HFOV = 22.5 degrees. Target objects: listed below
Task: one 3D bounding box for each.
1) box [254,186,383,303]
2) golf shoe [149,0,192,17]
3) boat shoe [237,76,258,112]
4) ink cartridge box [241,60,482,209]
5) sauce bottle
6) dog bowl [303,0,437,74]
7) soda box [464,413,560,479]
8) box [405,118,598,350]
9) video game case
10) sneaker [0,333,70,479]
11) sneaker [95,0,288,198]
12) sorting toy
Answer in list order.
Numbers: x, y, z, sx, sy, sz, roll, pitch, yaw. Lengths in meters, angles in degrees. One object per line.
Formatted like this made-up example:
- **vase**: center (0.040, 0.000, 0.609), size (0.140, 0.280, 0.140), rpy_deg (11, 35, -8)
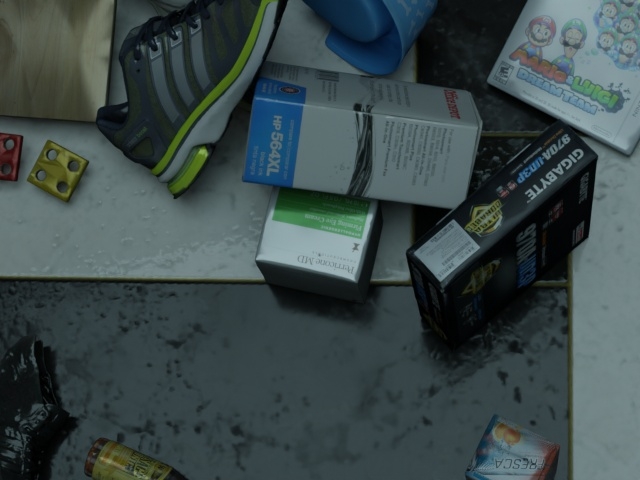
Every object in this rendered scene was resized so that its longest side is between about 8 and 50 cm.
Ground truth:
- **box**: center (0.000, 0.000, 1.496), size (0.101, 0.102, 0.087), rpy_deg (12, 79, 8)
- **golf shoe**: center (-0.184, -0.303, 1.580), size (0.306, 0.140, 0.115), rpy_deg (32, 81, 15)
- **boat shoe**: center (-0.025, -0.137, 1.563), size (0.152, 0.049, 0.056), rpy_deg (16, 76, 9)
- **ink cartridge box**: center (0.037, -0.097, 1.472), size (0.203, 0.148, 0.086), rpy_deg (9, 108, -2)
- **sauce bottle**: center (-0.154, 0.222, 1.483), size (0.128, 0.042, 0.042), rpy_deg (21, 78, 9)
- **dog bowl**: center (-0.008, -0.287, 1.551), size (0.297, 0.166, 0.074), rpy_deg (42, 70, 15)
- **soda box**: center (0.165, 0.201, 1.381), size (0.063, 0.183, 0.058), rpy_deg (25, 78, 13)
- **box**: center (0.161, 0.002, 1.418), size (0.175, 0.220, 0.051), rpy_deg (-40, 72, -7)
- **video game case**: center (0.260, -0.179, 1.536), size (0.157, 0.019, 0.143), rpy_deg (29, 100, 11)
- **sneaker**: center (-0.272, 0.181, 1.500), size (0.089, 0.051, 0.170), rpy_deg (-26, 70, 3)
- **sneaker**: center (-0.115, -0.176, 1.472), size (0.121, 0.111, 0.300), rpy_deg (26, 119, -8)
- **sorting toy**: center (-0.268, -0.175, 1.592), size (0.132, 0.046, 0.274), rpy_deg (4, 88, 8)
